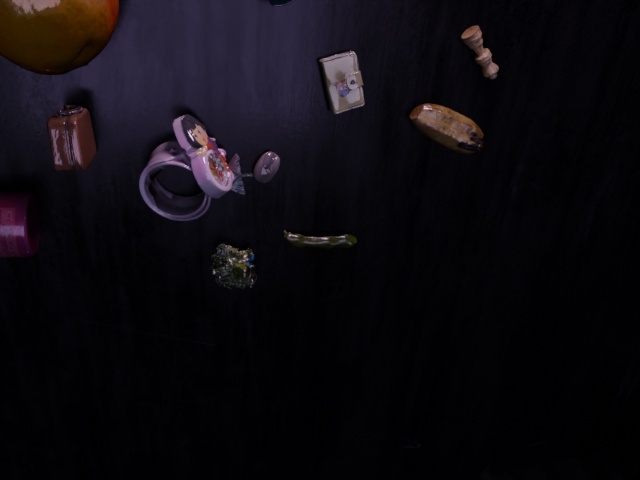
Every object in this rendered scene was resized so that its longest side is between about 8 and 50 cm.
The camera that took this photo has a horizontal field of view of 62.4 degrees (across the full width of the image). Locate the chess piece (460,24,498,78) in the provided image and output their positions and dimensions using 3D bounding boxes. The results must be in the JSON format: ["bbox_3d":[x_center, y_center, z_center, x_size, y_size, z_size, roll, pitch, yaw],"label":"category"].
[{"bbox_3d":[0.482,-0.552,1.573,0.060,0.060,0.172,-40,123,7],"label":"chess piece"}]

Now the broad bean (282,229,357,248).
[{"bbox_3d":[0.001,0.001,1.728,0.256,0.052,0.053,4,74,-15],"label":"broad bean"}]

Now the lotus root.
[{"bbox_3d":[0.394,-0.348,1.632,0.258,0.097,0.110,23,101,-18],"label":"lotus root"}]

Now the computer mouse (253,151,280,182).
[{"bbox_3d":[-0.158,-0.215,1.565,0.066,0.039,0.096,30,100,-27],"label":"computer mouse"}]

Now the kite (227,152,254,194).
[{"bbox_3d":[-0.236,-0.196,1.576,0.152,0.005,0.137,-14,121,-10],"label":"kite"}]

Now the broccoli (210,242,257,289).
[{"bbox_3d":[-0.257,0.086,1.634,0.154,0.160,0.167,-21,114,-37],"label":"broccoli"}]

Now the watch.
[{"bbox_3d":[-0.384,-0.195,1.459,0.231,0.196,0.244,-22,123,21],"label":"watch"}]

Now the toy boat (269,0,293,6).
[{"bbox_3d":[-0.043,-0.704,1.292,0.114,0.122,0.296,31,95,-6],"label":"toy boat"}]

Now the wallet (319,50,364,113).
[{"bbox_3d":[0.065,-0.452,1.510,0.110,0.039,0.155,-17,120,-4],"label":"wallet"}]

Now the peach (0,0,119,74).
[{"bbox_3d":[-0.608,-0.535,1.120,0.372,0.290,0.373,-7,123,-11],"label":"peach"}]

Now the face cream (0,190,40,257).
[{"bbox_3d":[-0.852,-0.042,1.377,0.194,0.175,0.175,-1,117,-17],"label":"face cream"}]

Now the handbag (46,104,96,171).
[{"bbox_3d":[-0.619,-0.258,1.323,0.072,0.193,0.151,-5,112,-9],"label":"handbag"}]
